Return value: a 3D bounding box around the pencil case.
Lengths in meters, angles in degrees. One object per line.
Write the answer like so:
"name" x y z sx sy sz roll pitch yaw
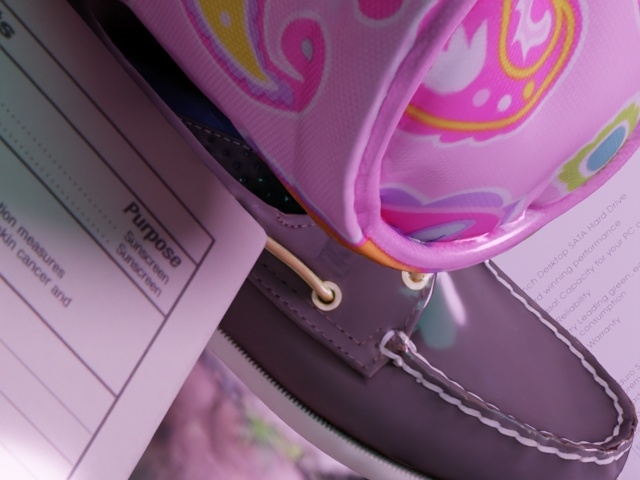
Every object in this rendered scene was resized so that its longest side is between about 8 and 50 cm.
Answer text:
"pencil case" -0.035 -0.113 0.424 0.124 0.124 0.284 -5 40 -48

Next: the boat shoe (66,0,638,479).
"boat shoe" 0.000 0.000 0.478 0.228 0.068 0.081 33 35 7

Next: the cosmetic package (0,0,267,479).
"cosmetic package" -0.151 0.060 0.336 0.160 0.113 0.309 50 44 -20

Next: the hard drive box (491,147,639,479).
"hard drive box" 0.128 -0.006 0.611 0.181 0.089 0.232 -43 115 -1
